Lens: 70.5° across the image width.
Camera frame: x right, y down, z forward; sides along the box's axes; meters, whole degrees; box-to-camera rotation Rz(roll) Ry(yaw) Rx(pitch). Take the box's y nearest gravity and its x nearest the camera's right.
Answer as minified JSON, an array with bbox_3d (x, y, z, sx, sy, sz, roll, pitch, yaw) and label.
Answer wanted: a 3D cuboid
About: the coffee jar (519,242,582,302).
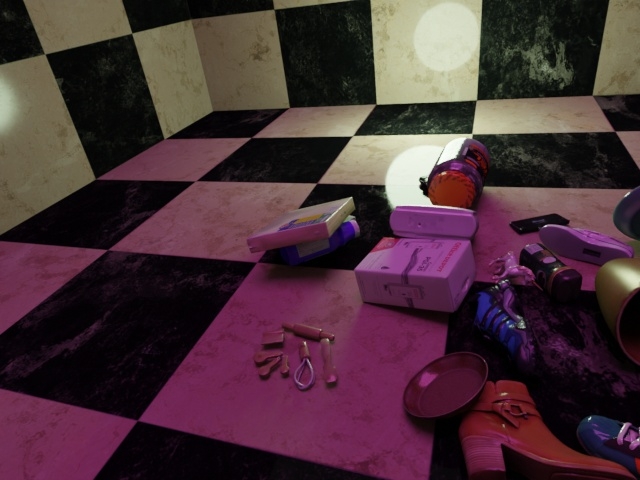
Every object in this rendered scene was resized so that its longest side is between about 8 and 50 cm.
[{"bbox_3d":[0.644,0.089,1.270,0.079,0.096,0.184,-15,32,-7],"label":"coffee jar"}]

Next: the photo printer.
[{"bbox_3d":[0.383,-0.059,1.478,0.256,0.107,0.307,6,5,22],"label":"photo printer"}]

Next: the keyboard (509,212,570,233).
[{"bbox_3d":[0.758,-0.053,1.557,0.180,0.023,0.108,-12,24,-4],"label":"keyboard"}]

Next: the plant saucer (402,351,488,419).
[{"bbox_3d":[0.272,0.317,0.971,0.198,0.036,0.198,-31,9,6],"label":"plant saucer"}]

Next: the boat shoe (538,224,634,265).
[{"bbox_3d":[0.808,0.011,1.382,0.258,0.095,0.084,28,41,31],"label":"boat shoe"}]

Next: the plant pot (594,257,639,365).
[{"bbox_3d":[0.763,0.140,1.066,0.237,0.237,0.254,-3,16,8],"label":"plant pot"}]

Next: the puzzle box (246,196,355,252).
[{"bbox_3d":[-0.052,-0.060,1.557,0.272,0.052,0.409,-11,13,19],"label":"puzzle box"}]

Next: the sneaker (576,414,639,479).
[{"bbox_3d":[0.606,0.376,0.770,0.108,0.121,0.302,-30,37,-33],"label":"sneaker"}]

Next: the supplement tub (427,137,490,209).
[{"bbox_3d":[0.536,-0.251,1.760,0.207,0.207,0.338,7,34,24],"label":"supplement tub"}]

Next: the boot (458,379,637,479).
[{"bbox_3d":[0.411,0.373,0.864,0.283,0.109,0.220,-6,26,17],"label":"boot"}]

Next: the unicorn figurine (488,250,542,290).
[{"bbox_3d":[0.550,0.087,1.310,0.111,0.060,0.162,-30,41,29],"label":"unicorn figurine"}]

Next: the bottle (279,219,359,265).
[{"bbox_3d":[0.000,0.000,1.577,0.282,0.092,0.118,-19,24,-18],"label":"bottle"}]

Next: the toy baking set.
[{"bbox_3d":[-0.054,0.293,1.167,0.256,0.030,0.197,6,36,24],"label":"toy baking set"}]

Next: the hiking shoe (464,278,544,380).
[{"bbox_3d":[0.445,0.227,1.104,0.132,0.113,0.304,-23,25,19],"label":"hiking shoe"}]

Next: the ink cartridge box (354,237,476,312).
[{"bbox_3d":[0.273,0.089,1.298,0.283,0.117,0.207,2,29,37],"label":"ink cartridge box"}]

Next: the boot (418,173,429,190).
[{"bbox_3d":[0.487,-0.257,1.942,0.121,0.045,0.099,-17,28,-1],"label":"boot"}]

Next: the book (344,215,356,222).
[{"bbox_3d":[0.053,-0.055,1.725,0.144,0.035,0.096,-32,34,-32],"label":"book"}]

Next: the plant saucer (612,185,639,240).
[{"bbox_3d":[1.017,-0.079,1.283,0.317,0.318,0.044,0,55,13],"label":"plant saucer"}]
